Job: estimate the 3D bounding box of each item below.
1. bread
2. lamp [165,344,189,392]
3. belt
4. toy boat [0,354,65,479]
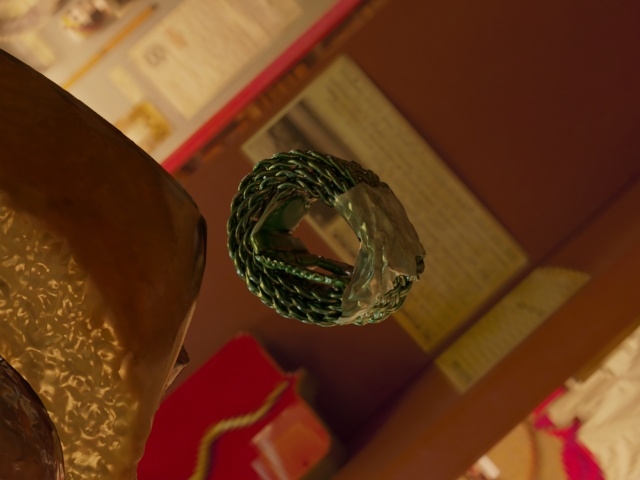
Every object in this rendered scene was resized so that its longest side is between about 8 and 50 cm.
[{"bbox_3d":[-0.250,-0.004,0.822,0.395,0.264,0.239,39,180,-5],"label":"bread"},{"bbox_3d":[-0.255,0.126,1.290,0.205,0.272,0.374,37,-158,-32],"label":"lamp"},{"bbox_3d":[0.000,0.000,1.014,0.151,0.121,0.079,38,-168,24],"label":"belt"},{"bbox_3d":[-0.182,0.095,0.420,0.155,0.227,0.085,-32,-70,-73],"label":"toy boat"}]
